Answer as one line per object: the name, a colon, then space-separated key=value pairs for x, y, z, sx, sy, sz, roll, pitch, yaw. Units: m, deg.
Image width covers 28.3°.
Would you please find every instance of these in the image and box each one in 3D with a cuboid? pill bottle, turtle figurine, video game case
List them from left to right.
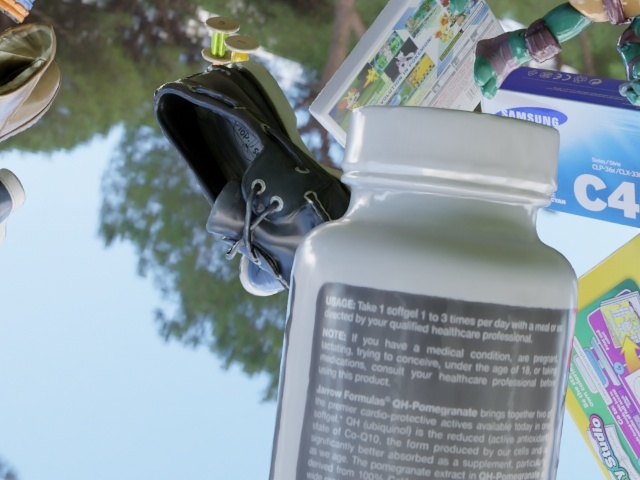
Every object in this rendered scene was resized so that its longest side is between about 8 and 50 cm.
video game case: x=0.156 y=-0.258 z=2.015 sx=0.036 sy=0.329 sz=0.300 roll=34 pitch=175 yaw=39
pill bottle: x=0.063 y=0.084 z=0.777 sx=0.176 sy=0.318 sz=0.176 roll=7 pitch=-179 yaw=0
turtle figurine: x=0.221 y=-0.189 z=0.957 sx=0.234 sy=0.175 sz=0.118 roll=-12 pitch=-169 yaw=24

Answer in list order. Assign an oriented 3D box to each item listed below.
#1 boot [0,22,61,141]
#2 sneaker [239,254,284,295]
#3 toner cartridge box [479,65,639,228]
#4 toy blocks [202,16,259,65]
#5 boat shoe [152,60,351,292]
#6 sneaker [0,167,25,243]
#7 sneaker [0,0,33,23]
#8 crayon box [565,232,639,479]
boot: x=-0.383 y=-0.206 z=1.608 sx=0.089 sy=0.269 sz=0.236 roll=42 pitch=-121 yaw=-9
sneaker: x=0.000 y=0.000 z=1.483 sx=0.211 sy=0.080 sz=0.081 roll=-28 pitch=-170 yaw=-20
toner cartridge box: x=0.367 y=-0.105 z=1.538 sx=0.348 sy=0.165 sz=0.075 roll=14 pitch=-142 yaw=35
toy blocks: x=-0.141 y=-0.246 z=1.911 sx=0.054 sy=0.148 sz=0.123 roll=-9 pitch=-143 yaw=-28
boat shoe: x=-0.052 y=-0.036 z=1.080 sx=0.113 sy=0.127 sz=0.340 roll=-5 pitch=-131 yaw=-31
sneaker: x=-0.523 y=-0.011 z=1.802 sx=0.163 sy=0.226 sz=0.086 roll=-39 pitch=-92 yaw=-34
sneaker: x=-0.364 y=-0.338 z=1.487 sx=0.083 sy=0.087 sz=0.221 roll=42 pitch=-171 yaw=-49
crayon box: x=0.474 y=0.197 z=1.755 sx=0.106 sy=0.313 sz=0.363 roll=-19 pitch=-106 yaw=-32
